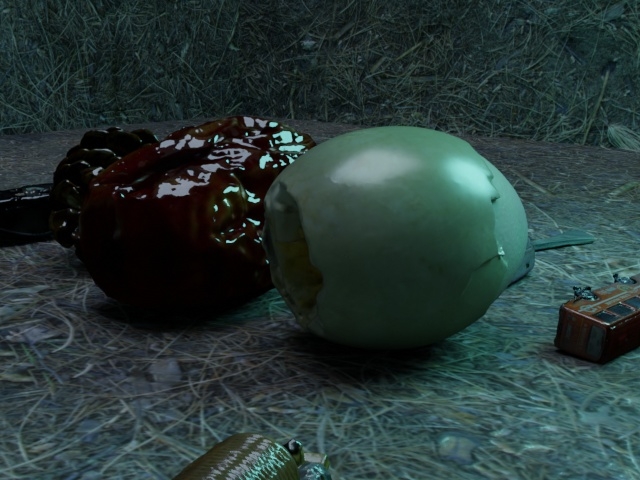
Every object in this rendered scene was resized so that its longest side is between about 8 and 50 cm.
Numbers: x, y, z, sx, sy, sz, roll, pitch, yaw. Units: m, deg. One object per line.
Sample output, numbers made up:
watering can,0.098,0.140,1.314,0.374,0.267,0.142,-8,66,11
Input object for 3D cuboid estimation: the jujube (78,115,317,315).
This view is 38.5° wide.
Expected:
jujube,-0.155,-0.037,1.329,0.276,0.277,0.376,12,21,41

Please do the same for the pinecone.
pinecone,-0.347,-0.069,1.571,0.243,0.244,0.309,2,28,5

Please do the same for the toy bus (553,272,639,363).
toy bus,0.394,0.097,1.195,0.234,0.074,0.096,-11,27,-41

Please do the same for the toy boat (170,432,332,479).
toy boat,-0.067,0.199,0.607,0.089,0.115,0.310,6,13,21

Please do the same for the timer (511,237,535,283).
timer,0.239,0.022,1.511,0.208,0.069,0.190,10,18,31

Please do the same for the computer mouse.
computer mouse,-0.555,-0.052,1.737,0.233,0.096,0.137,-13,13,-33

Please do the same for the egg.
egg,0.106,-0.006,1.140,0.336,0.278,0.278,-10,16,-20

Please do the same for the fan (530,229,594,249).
fan,0.404,0.008,1.681,0.282,0.023,0.057,-10,25,-39
